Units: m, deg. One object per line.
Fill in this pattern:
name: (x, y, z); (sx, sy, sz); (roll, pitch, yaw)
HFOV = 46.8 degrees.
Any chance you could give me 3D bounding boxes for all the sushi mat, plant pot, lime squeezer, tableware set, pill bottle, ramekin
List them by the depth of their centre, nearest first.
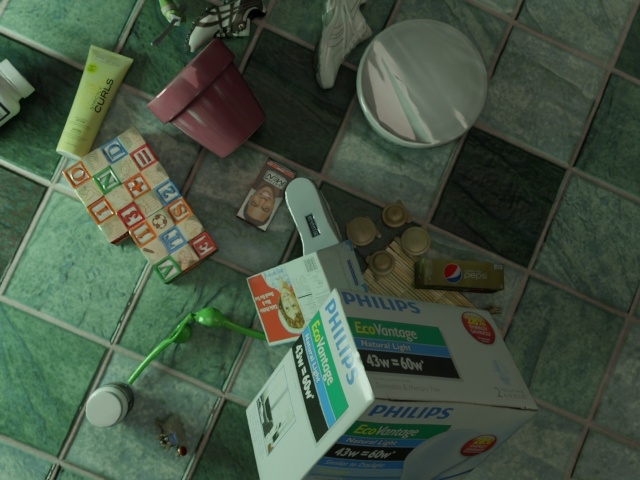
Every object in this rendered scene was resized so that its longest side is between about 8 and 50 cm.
pill bottle: (-0.410, 0.320, 1.439); (0.078, 0.137, 0.078); (0, 86, -6)
pill bottle: (-0.670, -0.270, 1.468); (0.193, 0.108, 0.108); (-41, 91, -8)
plant pot: (-0.216, -0.273, 1.485); (0.201, 0.201, 0.180); (-46, 108, -7)
lime squeezer: (-0.256, 0.197, 1.516); (0.310, 0.059, 0.110); (-16, 118, -8)
ramekin: (0.202, -0.316, 1.555); (0.272, 0.127, 0.273); (0, 86, -7)
tableware set: (0.144, -0.007, 1.566); (0.168, 0.020, 0.141); (-28, 73, -4)
sushi mat: (0.228, 0.146, 1.579); (0.316, 0.019, 0.151); (41, 84, -2)

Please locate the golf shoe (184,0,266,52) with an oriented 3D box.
golf shoe: (-0.198, -0.451, 1.547); (0.094, 0.077, 0.198); (45, 84, -2)

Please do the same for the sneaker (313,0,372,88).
sneaker: (0.052, -0.430, 1.568); (0.115, 0.090, 0.232); (11, 86, -9)

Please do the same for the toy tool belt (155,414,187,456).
toy tool belt: (-0.303, 0.399, 1.495); (0.051, 0.052, 0.083); (-20, 84, 24)

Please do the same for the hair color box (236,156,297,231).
hair color box: (-0.112, -0.095, 1.547); (0.071, 0.043, 0.141); (28, 84, -4)

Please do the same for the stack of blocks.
stack of blocks: (-0.359, -0.056, 1.496); (0.171, 0.087, 0.297); (-35, 90, -7)

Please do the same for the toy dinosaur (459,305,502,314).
toy dinosaur: (0.297, 0.184, 1.557); (0.183, 0.053, 0.093); (-8, 73, -13)

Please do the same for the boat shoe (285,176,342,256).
boat shoe: (0.000, 0.000, 1.532); (0.096, 0.088, 0.268); (-24, 82, 16)

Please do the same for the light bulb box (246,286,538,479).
light bulb box: (0.112, 0.300, 1.310); (0.357, 0.361, 0.225); (11, 40, -30)

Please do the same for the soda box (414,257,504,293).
soda box: (0.291, 0.075, 1.555); (0.181, 0.061, 0.058); (5, 76, -13)

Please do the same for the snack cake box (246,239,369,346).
snack cake box: (-0.025, 0.108, 1.430); (0.089, 0.264, 0.152); (-20, 89, -37)

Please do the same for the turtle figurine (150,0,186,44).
turtle figurine: (-0.272, -0.534, 1.485); (0.266, 0.274, 0.198); (-25, 119, -12)

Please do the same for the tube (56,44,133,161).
tube: (-0.471, -0.282, 1.517); (0.070, 0.062, 0.240); (29, 75, -44)
